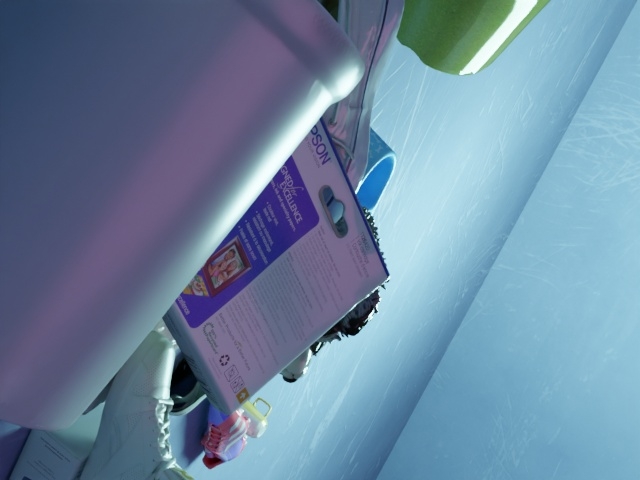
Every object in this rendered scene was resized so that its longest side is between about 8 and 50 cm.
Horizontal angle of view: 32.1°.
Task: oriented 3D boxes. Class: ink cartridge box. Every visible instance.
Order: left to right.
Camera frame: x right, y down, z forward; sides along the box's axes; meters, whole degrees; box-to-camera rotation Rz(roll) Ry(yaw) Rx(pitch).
[{"bbox_3d":[-0.375,0.353,1.618,0.212,0.093,0.154,-60,162,18],"label":"ink cartridge box"},{"bbox_3d":[-0.078,0.022,1.462,0.307,0.072,0.304,-41,125,-25],"label":"ink cartridge box"}]

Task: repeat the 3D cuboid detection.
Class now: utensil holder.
[{"bbox_3d":[-0.208,-0.089,0.905,0.385,0.327,0.327,-52,162,-1],"label":"utensil holder"}]

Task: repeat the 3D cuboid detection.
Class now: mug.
[{"bbox_3d":[-0.139,0.363,2.269,0.078,0.064,0.062,-59,161,11],"label":"mug"}]

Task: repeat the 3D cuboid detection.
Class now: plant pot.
[{"bbox_3d":[0.227,-0.388,1.616,0.276,0.276,0.254,-40,169,-38],"label":"plant pot"}]

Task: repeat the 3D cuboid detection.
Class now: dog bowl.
[{"bbox_3d":[0.039,-0.060,1.956,0.166,0.074,0.297,-24,145,-58],"label":"dog bowl"}]

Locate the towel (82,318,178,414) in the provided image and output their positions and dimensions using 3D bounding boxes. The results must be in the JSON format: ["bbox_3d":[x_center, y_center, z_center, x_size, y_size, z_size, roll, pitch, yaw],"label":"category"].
[{"bbox_3d":[-0.212,0.058,1.574,0.332,0.053,0.317,-35,152,-47],"label":"towel"}]

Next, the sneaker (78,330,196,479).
[{"bbox_3d":[-0.218,0.284,1.524,0.108,0.169,0.293,21,87,-66],"label":"sneaker"}]

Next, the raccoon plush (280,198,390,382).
[{"bbox_3d":[0.000,0.000,1.751,0.299,0.216,0.446,141,-28,-79],"label":"raccoon plush"}]

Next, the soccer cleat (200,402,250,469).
[{"bbox_3d":[-0.191,0.370,2.136,0.095,0.083,0.248,-42,161,-21],"label":"soccer cleat"}]

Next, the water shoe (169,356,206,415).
[{"bbox_3d":[-0.188,0.209,1.863,0.203,0.073,0.080,-49,159,-20],"label":"water shoe"}]

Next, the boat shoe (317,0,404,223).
[{"bbox_3d":[-0.009,-0.192,1.489,0.156,0.136,0.367,5,110,-37],"label":"boat shoe"}]
